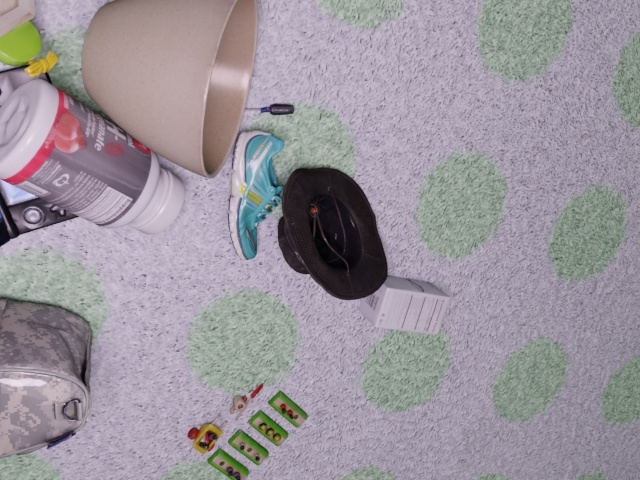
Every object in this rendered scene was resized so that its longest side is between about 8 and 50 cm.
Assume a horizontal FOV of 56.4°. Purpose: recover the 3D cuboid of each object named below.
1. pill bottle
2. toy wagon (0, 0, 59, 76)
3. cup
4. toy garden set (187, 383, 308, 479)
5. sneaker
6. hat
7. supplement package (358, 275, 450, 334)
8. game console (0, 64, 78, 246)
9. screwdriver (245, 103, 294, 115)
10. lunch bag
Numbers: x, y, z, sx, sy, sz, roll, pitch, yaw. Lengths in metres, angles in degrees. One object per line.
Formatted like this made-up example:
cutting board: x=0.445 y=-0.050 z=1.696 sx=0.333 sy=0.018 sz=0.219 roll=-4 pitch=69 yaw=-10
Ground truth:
pill bottle: x=-0.402 y=-0.127 z=1.060 sx=0.176 sy=0.176 sz=0.318 roll=-54 pitch=137 yaw=3
toy wagon: x=-0.561 y=-0.400 z=0.928 sx=0.344 sy=0.068 sz=0.267 roll=55 pitch=47 yaw=-25
cup: x=-0.264 y=-0.298 z=1.038 sx=0.237 sy=0.331 sz=0.331 roll=15 pitch=102 yaw=0
toy garden set: x=-0.176 y=0.462 z=1.443 sx=0.244 sy=0.049 sz=0.204 roll=-44 pitch=117 yaw=-3
sneaker: x=-0.132 y=-0.087 z=1.232 sx=0.110 sy=0.107 sz=0.275 roll=7 pitch=106 yaw=-2
hat: x=0.000 y=0.000 z=1.292 sx=0.134 sy=0.331 sz=0.331 roll=-26 pitch=124 yaw=35
supplement package: x=0.203 y=0.154 z=1.454 sx=0.179 sy=0.105 sz=0.105 roll=10 pitch=103 yaw=-24
game console: x=-0.557 y=-0.131 z=1.033 sx=0.250 sy=0.173 sz=0.293 roll=-19 pitch=114 yaw=-14
screwdriver: x=-0.138 y=-0.268 z=1.236 sx=0.170 sy=0.024 sz=0.025 roll=-6 pitch=138 yaw=-12
lunch bag: x=-0.550 y=0.243 z=1.086 sx=0.256 sy=0.305 sz=0.212 roll=-2 pitch=108 yaw=-19
